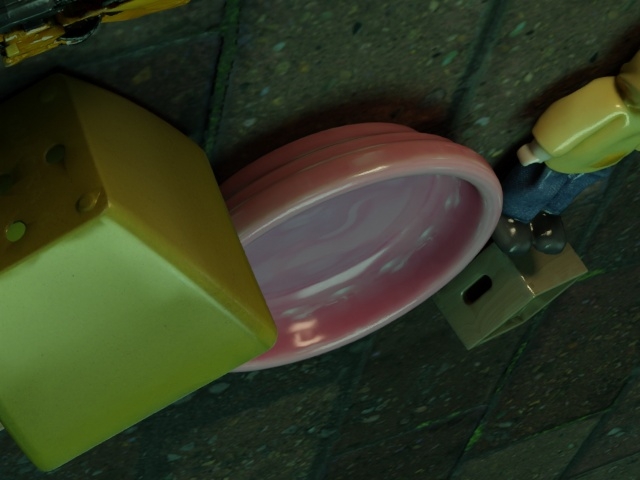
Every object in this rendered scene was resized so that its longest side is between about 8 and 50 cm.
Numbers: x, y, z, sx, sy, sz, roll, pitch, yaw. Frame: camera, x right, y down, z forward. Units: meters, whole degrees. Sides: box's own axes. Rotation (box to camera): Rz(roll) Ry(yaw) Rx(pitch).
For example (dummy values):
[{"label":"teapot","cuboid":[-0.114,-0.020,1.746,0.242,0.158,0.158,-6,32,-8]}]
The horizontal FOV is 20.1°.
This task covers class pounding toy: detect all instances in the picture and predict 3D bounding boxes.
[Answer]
[{"label":"pounding toy","cuboid":[0.175,0.044,1.888,0.130,0.100,0.141,-19,161,-50]}]

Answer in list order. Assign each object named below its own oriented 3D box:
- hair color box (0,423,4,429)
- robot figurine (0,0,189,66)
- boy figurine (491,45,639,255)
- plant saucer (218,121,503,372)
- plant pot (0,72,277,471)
[{"label":"hair color box","cuboid":[-0.273,0.119,1.630,0.167,0.053,0.093,-27,156,5]},{"label":"robot figurine","cuboid":[-0.097,-0.186,1.114,0.291,0.085,0.211,-21,-175,-11]},{"label":"boy figurine","cuboid":[0.273,-0.097,1.690,0.177,0.092,0.285,1,148,-40]},{"label":"plant saucer","cuboid":[0.000,0.000,1.623,0.332,0.084,0.332,-22,155,-11]},{"label":"plant pot","cuboid":[-0.189,0.005,1.328,0.212,0.212,0.187,-30,143,7]}]
